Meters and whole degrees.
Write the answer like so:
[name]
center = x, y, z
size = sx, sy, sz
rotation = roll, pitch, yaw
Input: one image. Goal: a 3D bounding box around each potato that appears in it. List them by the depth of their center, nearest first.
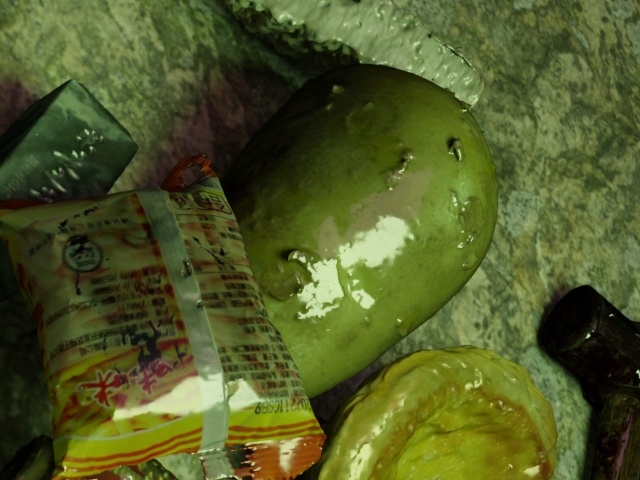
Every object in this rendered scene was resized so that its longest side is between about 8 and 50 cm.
[potato]
center = 0.009, 0.001, 1.452
size = 0.219, 0.269, 0.359
rotation = 54, 50, -20

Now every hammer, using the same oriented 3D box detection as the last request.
[hammer]
center = 0.303, 0.273, 1.749
size = 0.242, 0.095, 0.409
rotation = 36, 57, -26

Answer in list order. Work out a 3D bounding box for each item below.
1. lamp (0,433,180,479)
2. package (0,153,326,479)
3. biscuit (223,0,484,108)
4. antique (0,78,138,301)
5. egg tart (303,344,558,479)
[lamp]
center = -0.142, 0.266, 1.263
size = 0.274, 0.177, 0.177
rotation = 40, 49, -8
[package]
center = -0.132, 0.059, 1.242
size = 0.223, 0.108, 0.288
rotation = -10, 60, -30
[biscuit]
center = 0.016, -0.206, 1.614
size = 0.281, 0.179, 0.084
rotation = 28, 85, -14
[antique]
center = -0.236, -0.046, 1.374
size = 0.088, 0.086, 0.183
rotation = 46, 48, -19
[egg tart]
center = 0.077, 0.229, 1.488
size = 0.319, 0.128, 0.319
rotation = -12, 108, -39
